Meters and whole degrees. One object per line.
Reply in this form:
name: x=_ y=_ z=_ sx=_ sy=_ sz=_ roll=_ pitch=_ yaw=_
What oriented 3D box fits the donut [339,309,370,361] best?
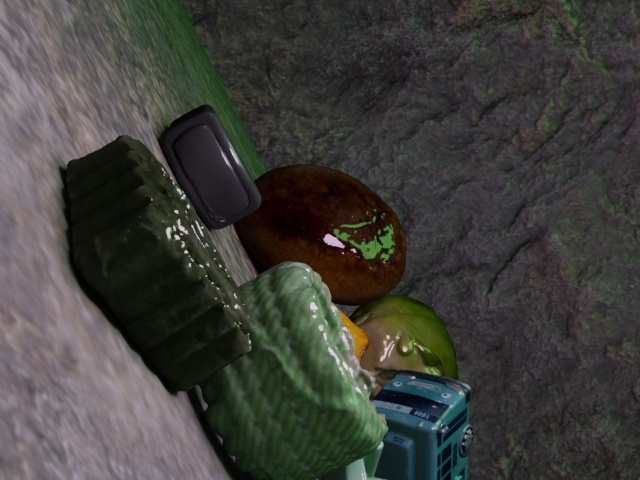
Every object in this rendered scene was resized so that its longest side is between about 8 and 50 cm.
donut: x=-0.014 y=0.147 z=1.278 sx=0.101 sy=0.152 sz=0.259 roll=55 pitch=1 yaw=-8

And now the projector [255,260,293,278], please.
projector: x=-0.062 y=0.095 z=1.601 sx=0.083 sy=0.083 sz=0.082 roll=62 pitch=2 yaw=-22

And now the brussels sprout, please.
brussels sprout: x=0.146 y=0.272 z=1.984 sx=0.371 sy=0.275 sz=0.315 roll=48 pitch=25 yaw=-49

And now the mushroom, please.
mushroom: x=0.013 y=-0.016 z=1.842 sx=0.345 sy=0.239 sz=0.345 roll=31 pitch=46 yaw=-39

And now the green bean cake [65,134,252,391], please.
green bean cake: x=-0.145 y=0.014 z=0.846 sx=0.183 sy=0.094 sz=0.185 roll=59 pitch=-1 yaw=-38

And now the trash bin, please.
trash bin: x=-0.175 y=-0.124 z=1.520 sx=0.177 sy=0.101 sz=0.236 roll=60 pitch=1 yaw=-18

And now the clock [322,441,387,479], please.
clock: x=0.043 y=0.318 z=0.999 sx=0.189 sy=0.060 sz=0.148 roll=-103 pitch=-158 yaw=-50

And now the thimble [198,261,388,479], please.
thimble: x=-0.034 y=0.141 z=0.960 sx=0.219 sy=0.150 sz=0.219 roll=63 pitch=4 yaw=-8

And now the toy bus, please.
toy bus: x=0.131 y=0.324 z=1.306 sx=0.147 sy=0.128 sz=0.256 roll=-26 pitch=120 yaw=-54
